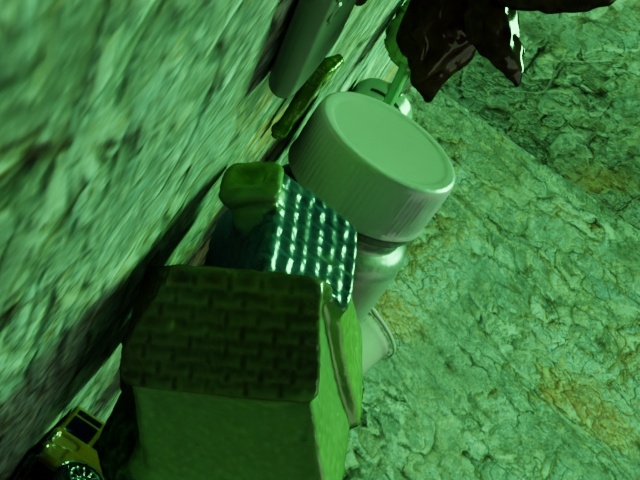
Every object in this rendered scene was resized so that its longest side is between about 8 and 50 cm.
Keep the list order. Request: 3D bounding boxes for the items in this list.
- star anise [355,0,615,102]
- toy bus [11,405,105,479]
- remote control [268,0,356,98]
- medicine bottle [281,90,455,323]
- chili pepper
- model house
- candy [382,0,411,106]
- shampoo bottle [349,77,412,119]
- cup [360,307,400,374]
[{"bbox_3d":[0.110,-0.200,0.695,0.196,0.111,0.212,16,-89,58],"label":"star anise"},{"bbox_3d":[-0.143,0.230,0.815,0.098,0.201,0.114,-55,-178,19],"label":"toy bus"},{"bbox_3d":[0.022,-0.154,0.543,0.067,0.029,0.261,-54,179,-26],"label":"remote control"},{"bbox_3d":[0.000,0.000,1.058,0.273,0.165,0.165,-57,178,31],"label":"medicine bottle"},{"bbox_3d":[-0.012,-0.113,0.816,0.083,0.017,0.030,-52,180,8],"label":"chili pepper"},{"bbox_3d":[-0.062,0.054,0.756,0.214,0.195,0.189,-75,170,-48],"label":"model house"},{"bbox_3d":[0.064,-0.124,1.179,0.335,0.092,0.093,-63,-159,1],"label":"candy"},{"bbox_3d":[0.015,-0.082,1.257,0.262,0.085,0.085,-54,179,-30],"label":"shampoo bottle"},{"bbox_3d":[-0.075,0.158,1.406,0.274,0.253,0.253,-46,177,-17],"label":"cup"}]
